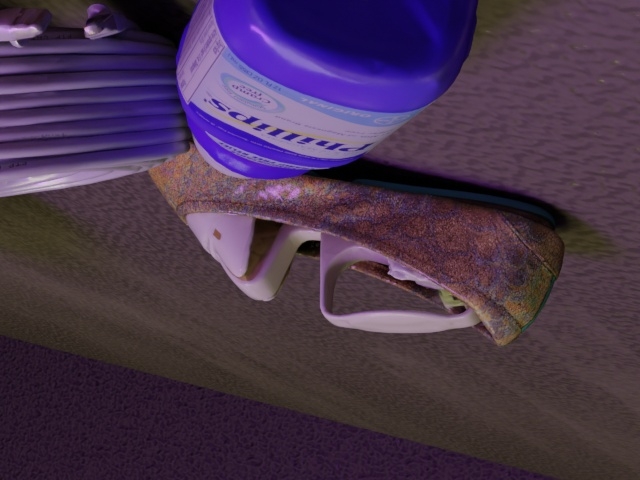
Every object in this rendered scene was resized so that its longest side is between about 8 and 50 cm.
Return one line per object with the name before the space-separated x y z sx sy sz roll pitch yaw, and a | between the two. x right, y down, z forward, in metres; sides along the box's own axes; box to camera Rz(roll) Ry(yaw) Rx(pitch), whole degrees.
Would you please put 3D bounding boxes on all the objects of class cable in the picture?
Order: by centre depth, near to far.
cable | -0.201 -0.073 0.905 0.257 0.089 0.257 -8 180 19

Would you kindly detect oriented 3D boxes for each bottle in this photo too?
bottle | -0.014 -0.089 0.751 0.118 0.092 0.283 16 168 -11

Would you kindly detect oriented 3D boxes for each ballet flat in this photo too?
ballet flat | 0.000 0.000 1.065 0.348 0.123 0.123 14 167 23
